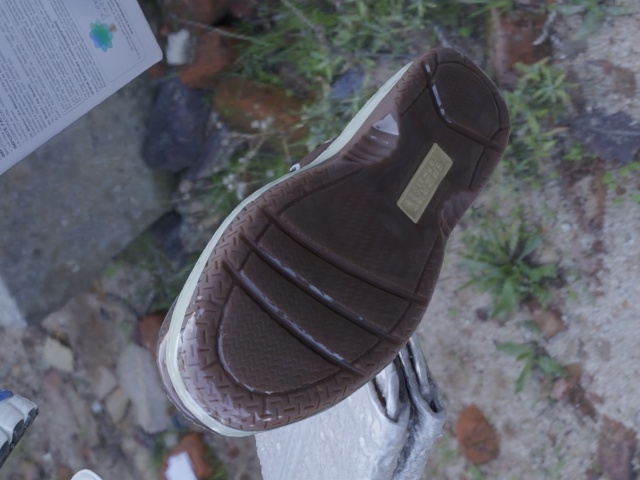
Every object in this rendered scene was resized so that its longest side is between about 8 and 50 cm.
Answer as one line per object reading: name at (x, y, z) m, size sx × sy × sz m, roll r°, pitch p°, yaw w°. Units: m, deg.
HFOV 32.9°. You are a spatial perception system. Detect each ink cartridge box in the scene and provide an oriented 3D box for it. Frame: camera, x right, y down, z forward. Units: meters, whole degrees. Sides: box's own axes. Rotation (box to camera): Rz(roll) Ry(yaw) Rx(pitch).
ink cartridge box at (-0.355, -0.198, 0.998) m, size 0.151 × 0.395 × 0.270 m, roll -10°, pitch 115°, yaw 33°

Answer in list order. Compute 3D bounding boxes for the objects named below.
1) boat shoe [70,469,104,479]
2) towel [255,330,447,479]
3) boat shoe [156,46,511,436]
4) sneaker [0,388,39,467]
boat shoe at (-0.200, 0.271, 1.060) m, size 0.125 × 0.038 × 0.046 m, roll 28°, pitch 75°, yaw 38°
towel at (0.006, 0.130, 0.732) m, size 0.187 × 0.049 × 0.282 m, roll -108°, pitch 24°, yaw -44°
boat shoe at (0.005, 0.006, 0.520) m, size 0.095 × 0.257 × 0.095 m, roll 51°, pitch 138°, yaw -6°
sneaker at (-0.348, 0.160, 0.860) m, size 0.147 × 0.130 × 0.330 m, roll 41°, pitch 136°, yaw -12°
